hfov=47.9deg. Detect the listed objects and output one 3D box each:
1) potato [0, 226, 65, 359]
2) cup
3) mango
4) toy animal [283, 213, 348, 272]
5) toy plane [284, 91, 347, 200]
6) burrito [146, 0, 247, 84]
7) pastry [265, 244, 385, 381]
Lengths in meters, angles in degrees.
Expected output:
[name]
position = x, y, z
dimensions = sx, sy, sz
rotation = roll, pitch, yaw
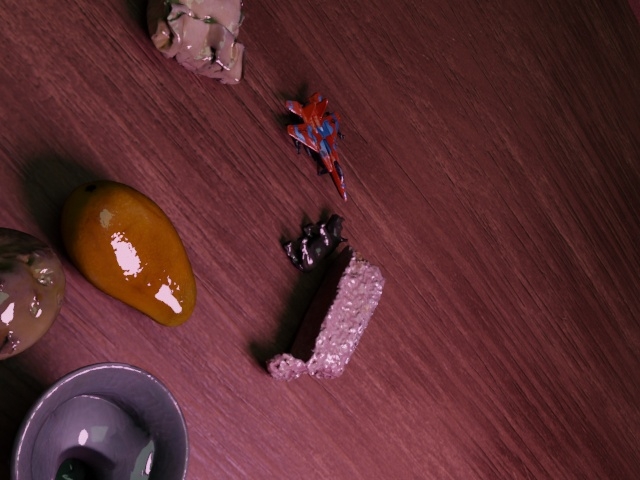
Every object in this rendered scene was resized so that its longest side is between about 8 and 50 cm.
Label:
[potato]
position = -0.393, 0.061, 0.722
dimensions = 0.262, 0.165, 0.165
rotation = -7, 85, -32
[cup]
position = -0.269, 0.239, 0.802
dimensions = 0.199, 0.150, 0.199
rotation = 12, 72, -41
[mango]
position = -0.237, 0.017, 0.925
dimensions = 0.227, 0.099, 0.136
rotation = 54, 45, -31
[toy animal]
position = 0.000, 0.000, 1.187
dimensions = 0.136, 0.047, 0.065
rotation = -43, 115, -42
[toy plane]
position = 0.002, -0.154, 1.216
dimensions = 0.130, 0.061, 0.189
rotation = -25, 102, -44
[burrito]
position = -0.181, -0.409, 1.075
dimensions = 0.175, 0.107, 0.347
rotation = 10, 75, -58
[pastry]
position = 0.018, 0.130, 1.133
dimensions = 0.112, 0.103, 0.265
rotation = 41, 59, -8
